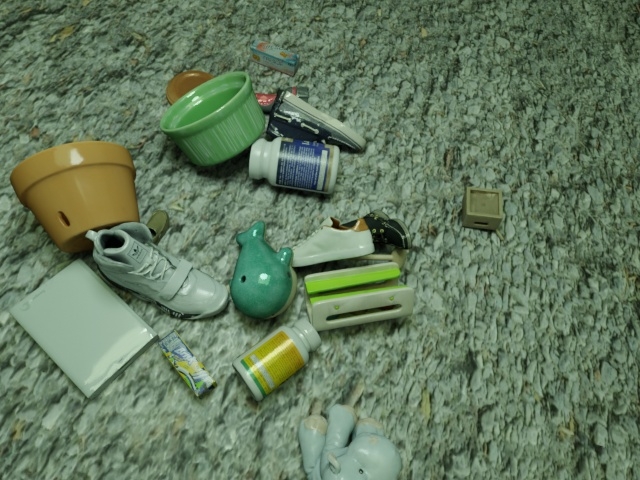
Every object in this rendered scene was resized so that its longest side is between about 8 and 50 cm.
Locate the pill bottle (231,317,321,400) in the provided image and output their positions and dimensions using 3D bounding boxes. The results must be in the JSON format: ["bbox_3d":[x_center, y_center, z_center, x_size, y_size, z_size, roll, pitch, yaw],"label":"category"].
[{"bbox_3d":[-0.103,0.288,1.052,0.208,0.118,0.118,-34,72,-23],"label":"pill bottle"}]

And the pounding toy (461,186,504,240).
[{"bbox_3d":[0.534,-0.086,1.368,0.141,0.100,0.130,8,60,8],"label":"pounding toy"}]

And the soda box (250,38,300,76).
[{"bbox_3d":[-0.172,-0.688,1.588,0.182,0.063,0.058,22,61,4],"label":"soda box"}]

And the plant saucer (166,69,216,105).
[{"bbox_3d":[-0.440,-0.528,1.480,0.199,0.037,0.200,3,62,-6],"label":"plant saucer"}]

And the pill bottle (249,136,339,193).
[{"bbox_3d":[-0.081,-0.236,1.312,0.264,0.153,0.153,8,61,-5],"label":"pill bottle"}]

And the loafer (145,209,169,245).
[{"bbox_3d":[-0.475,-0.029,1.203,0.056,0.050,0.148,12,61,-2],"label":"loafer"}]

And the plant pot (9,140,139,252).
[{"bbox_3d":[-0.610,-0.099,1.110,0.290,0.291,0.204,-23,85,-19],"label":"plant pot"}]

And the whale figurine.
[{"bbox_3d":[-0.172,0.071,1.117,0.216,0.141,0.272,-29,63,21],"label":"whale figurine"}]

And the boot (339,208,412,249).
[{"bbox_3d":[0.139,-0.010,1.218,0.178,0.086,0.236,-19,26,-13],"label":"boot"}]

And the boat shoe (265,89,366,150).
[{"bbox_3d":[-0.023,-0.351,1.418,0.340,0.127,0.158,27,99,-12],"label":"boat shoe"}]

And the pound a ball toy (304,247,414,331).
[{"bbox_3d":[0.115,0.138,1.176,0.318,0.136,0.208,-8,34,-9],"label":"pound a ball toy"}]

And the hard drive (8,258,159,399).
[{"bbox_3d":[-0.592,0.212,1.064,0.307,0.040,0.203,39,64,12],"label":"hard drive"}]

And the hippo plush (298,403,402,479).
[{"bbox_3d":[0.041,0.476,0.905,0.294,0.237,0.235,-25,69,-20],"label":"hippo plush"}]

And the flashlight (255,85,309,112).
[{"bbox_3d":[-0.193,-0.493,1.455,0.303,0.103,0.103,4,79,-10],"label":"flashlight"}]

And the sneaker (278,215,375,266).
[{"bbox_3d":[0.000,0.000,1.172,0.289,0.106,0.123,-12,95,16],"label":"sneaker"}]

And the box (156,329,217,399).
[{"bbox_3d":[-0.328,0.306,1.042,0.054,0.059,0.169,-37,73,-23],"label":"box"}]

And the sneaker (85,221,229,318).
[{"bbox_3d":[-0.411,0.078,1.064,0.365,0.210,0.138,20,62,2],"label":"sneaker"}]

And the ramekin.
[{"bbox_3d":[-0.315,-0.364,1.282,0.303,0.148,0.304,-17,41,15],"label":"ramekin"}]
